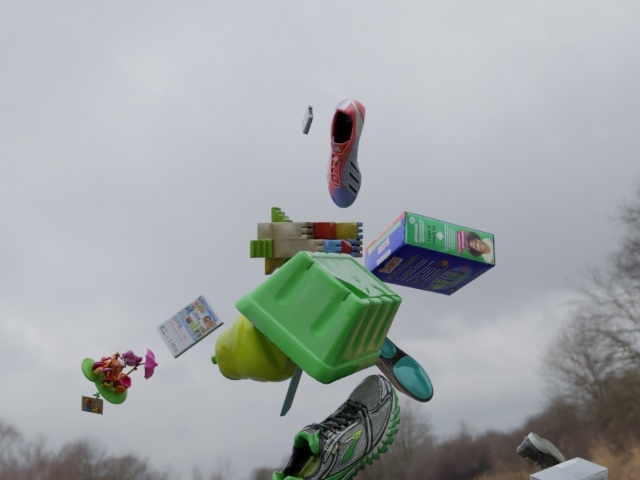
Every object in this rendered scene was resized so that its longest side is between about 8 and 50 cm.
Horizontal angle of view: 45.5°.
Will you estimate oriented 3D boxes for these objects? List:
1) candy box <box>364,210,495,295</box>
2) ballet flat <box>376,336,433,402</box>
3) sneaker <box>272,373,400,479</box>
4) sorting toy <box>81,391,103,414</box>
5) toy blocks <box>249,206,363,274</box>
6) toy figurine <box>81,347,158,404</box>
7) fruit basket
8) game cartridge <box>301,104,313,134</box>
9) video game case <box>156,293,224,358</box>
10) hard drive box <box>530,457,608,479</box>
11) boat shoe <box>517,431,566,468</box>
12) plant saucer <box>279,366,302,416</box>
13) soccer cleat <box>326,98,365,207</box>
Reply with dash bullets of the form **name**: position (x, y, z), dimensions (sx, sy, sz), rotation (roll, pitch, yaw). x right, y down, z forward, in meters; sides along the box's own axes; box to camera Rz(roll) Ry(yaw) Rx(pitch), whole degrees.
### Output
- **candy box**: position (0.331, 0.048, 2.354), dimensions (0.317, 0.122, 0.268), rotation (12, -29, -21)
- **ballet flat**: position (0.229, 0.389, 2.386), dimensions (0.108, 0.316, 0.106), rotation (-31, -22, -27)
- **sneaker**: position (0.038, 0.403, 1.538), dimensions (0.134, 0.343, 0.146), rotation (2, -45, 48)
- **sorting toy**: position (-0.610, 0.432, 2.036), dimensions (0.062, 0.012, 0.083), rotation (13, -58, 1)
- **toy blocks**: position (0.000, 0.000, 2.135), dimensions (0.261, 0.190, 0.381), rotation (0, 0, 19)
- **toy figurine**: position (-0.520, 0.336, 2.040), dimensions (0.159, 0.130, 0.173), rotation (-31, -52, 16)
- **fruit basket**: position (-0.046, 0.203, 1.599), dimensions (0.392, 0.283, 0.392), rotation (-44, -19, -19)
- **game cartridge**: position (-0.033, -0.299, 1.905), dimensions (0.017, 0.083, 0.055), rotation (12, -61, -9)
- **video game case**: position (-0.270, 0.176, 1.574), dimensions (0.122, 0.087, 0.011), rotation (-36, -32, -6)
- **hard drive box**: position (0.577, 0.648, 1.774), dimensions (0.181, 0.232, 0.089), rotation (-4, 8, -35)
- **boat shoe**: position (0.634, 0.613, 2.180), dimensions (0.069, 0.081, 0.228), rotation (-45, -49, 11)
- **plant saucer**: position (-0.082, 0.445, 2.309), dimensions (0.018, 0.191, 0.067), rotation (23, 22, 12)
- **soccer cleat**: position (0.047, -0.182, 1.642), dimensions (0.083, 0.247, 0.095), rotation (16, 25, 20)
